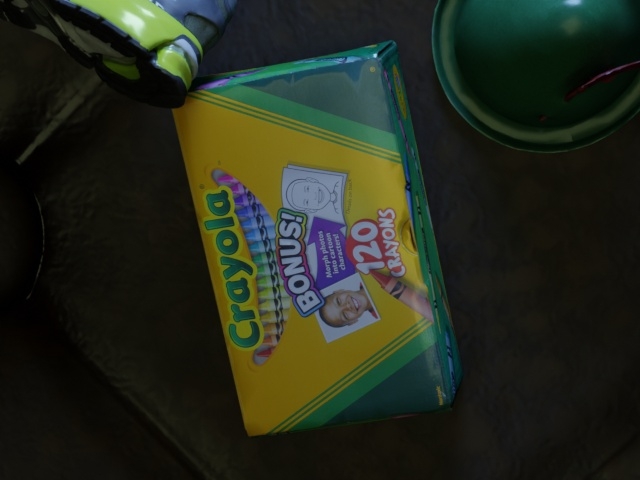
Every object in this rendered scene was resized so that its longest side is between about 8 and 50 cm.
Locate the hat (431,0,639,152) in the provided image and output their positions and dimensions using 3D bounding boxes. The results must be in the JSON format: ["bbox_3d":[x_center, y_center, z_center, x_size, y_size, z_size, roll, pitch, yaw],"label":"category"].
[{"bbox_3d":[0.164,-0.138,1.357,0.208,0.183,0.173,-36,94,18],"label":"hat"}]

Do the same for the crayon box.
[{"bbox_3d":[0.000,0.000,1.482,0.165,0.081,0.278,-10,102,14],"label":"crayon box"}]

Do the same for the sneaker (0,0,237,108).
[{"bbox_3d":[-0.187,-0.218,1.460,0.300,0.111,0.121,36,66,15],"label":"sneaker"}]
